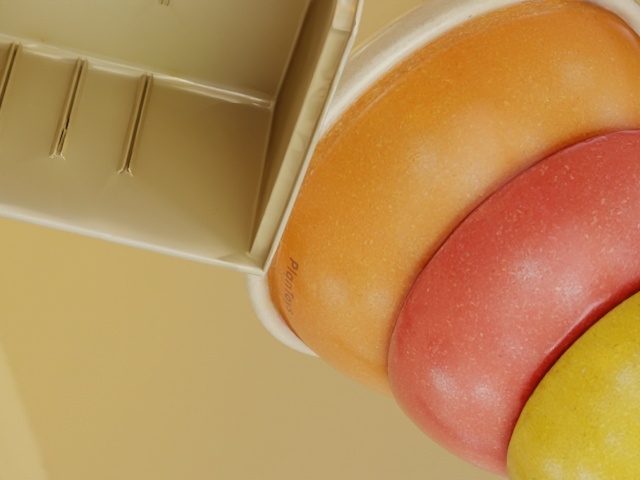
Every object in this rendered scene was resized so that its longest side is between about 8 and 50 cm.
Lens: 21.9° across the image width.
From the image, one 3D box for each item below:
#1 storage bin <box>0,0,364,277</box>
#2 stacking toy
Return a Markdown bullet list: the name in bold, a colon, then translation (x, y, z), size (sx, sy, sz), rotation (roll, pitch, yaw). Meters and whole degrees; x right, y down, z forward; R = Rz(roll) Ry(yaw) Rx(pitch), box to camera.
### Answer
- **storage bin**: translation (-0.122, -0.121, 0.854), size (0.262, 0.260, 0.123), rotation (13, -121, -6)
- **stacking toy**: translation (0.196, 0.085, 1.077), size (0.350, 0.350, 0.480), rotation (31, -162, -54)
